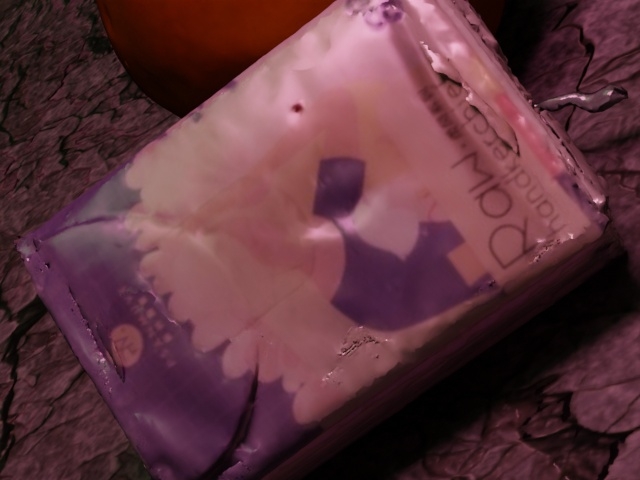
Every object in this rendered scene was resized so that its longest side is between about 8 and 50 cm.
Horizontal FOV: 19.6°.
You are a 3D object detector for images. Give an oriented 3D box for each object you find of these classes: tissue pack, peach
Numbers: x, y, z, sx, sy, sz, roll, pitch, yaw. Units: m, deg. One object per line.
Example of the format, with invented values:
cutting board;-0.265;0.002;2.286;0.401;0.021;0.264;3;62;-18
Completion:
tissue pack;0.000;0.000;1.219;0.343;0.125;0.242;-36;70;5
peach;-0.016;-0.246;1.459;0.342;0.302;0.343;-7;0;0

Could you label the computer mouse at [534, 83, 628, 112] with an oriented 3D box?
computer mouse;0.053;-0.031;1.354;0.379;0.090;0.167;-18;30;22
